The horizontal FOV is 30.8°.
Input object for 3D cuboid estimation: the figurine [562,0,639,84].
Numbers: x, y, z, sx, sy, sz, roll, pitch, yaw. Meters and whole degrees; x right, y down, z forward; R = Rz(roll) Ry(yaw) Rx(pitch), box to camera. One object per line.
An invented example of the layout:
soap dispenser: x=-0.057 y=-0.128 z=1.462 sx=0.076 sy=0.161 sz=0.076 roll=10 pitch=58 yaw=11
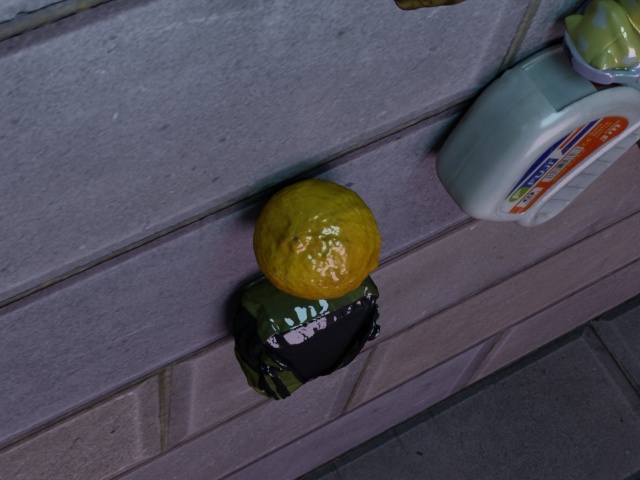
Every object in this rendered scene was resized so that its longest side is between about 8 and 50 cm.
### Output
figurine: x=0.362 y=-0.257 z=1.298 sx=0.184 sy=0.128 sz=0.208 roll=-26 pitch=152 yaw=-8

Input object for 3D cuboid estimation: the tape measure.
tape measure: x=0.289 y=-0.140 z=1.468 sx=0.265 sy=0.130 sz=0.258 roll=2 pitch=140 yaw=-49

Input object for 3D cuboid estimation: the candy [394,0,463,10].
candy: x=0.125 y=-0.291 z=0.889 sx=0.143 sy=0.101 sz=0.271 roll=-22 pitch=153 yaw=-11

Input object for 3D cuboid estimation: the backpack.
backpack: x=-0.023 y=0.129 z=1.628 sx=0.207 sy=0.140 sz=0.253 roll=-22 pitch=155 yaw=-19

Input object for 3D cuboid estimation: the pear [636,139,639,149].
pear: x=0.635 y=-0.137 z=1.808 sx=0.238 sy=0.255 sz=0.164 roll=-38 pitch=162 yaw=33

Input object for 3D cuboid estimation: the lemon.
lemon: x=0.000 y=0.000 z=1.343 sx=0.142 sy=0.142 sz=0.187 roll=-38 pitch=158 yaw=18
